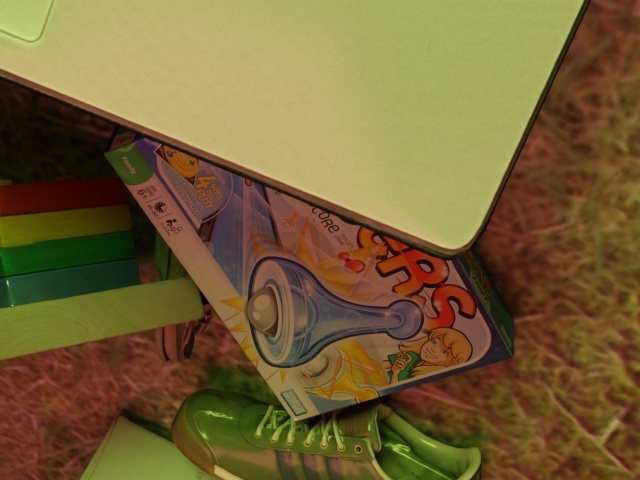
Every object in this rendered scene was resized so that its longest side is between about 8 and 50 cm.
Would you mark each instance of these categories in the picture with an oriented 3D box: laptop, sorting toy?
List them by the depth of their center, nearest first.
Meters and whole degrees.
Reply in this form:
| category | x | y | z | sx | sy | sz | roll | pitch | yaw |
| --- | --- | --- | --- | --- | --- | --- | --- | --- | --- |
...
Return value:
| category | x | y | z | sx | sy | sz | roll | pitch | yaw |
| --- | --- | --- | --- | --- | --- | --- | --- | --- | --- |
| laptop | -0.058 | -0.214 | 0.249 | 0.381 | 0.236 | 0.408 | 22 | 105 | -3 |
| sorting toy | -0.242 | 0.031 | 0.674 | 0.257 | 0.255 | 0.089 | -12 | 88 | 39 |

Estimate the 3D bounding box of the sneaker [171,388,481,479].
| category | x | y | z | sx | sy | sz | roll | pitch | yaw |
| --- | --- | --- | --- | --- | --- | --- | --- | --- | --- |
| sneaker | 0.010 | 0.121 | 0.790 | 0.192 | 0.064 | 0.086 | 24 | 129 | -2 |

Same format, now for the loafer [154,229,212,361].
| category | x | y | z | sx | sy | sz | roll | pitch | yaw |
| --- | --- | --- | --- | --- | --- | --- | --- | --- | --- |
| loafer | -0.073 | 0.025 | 0.743 | 0.039 | 0.045 | 0.125 | 8 | 132 | 3 |

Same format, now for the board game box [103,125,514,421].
| category | x | y | z | sx | sy | sz | roll | pitch | yaw |
| --- | --- | --- | --- | --- | --- | --- | --- | --- | --- |
| board game box | 0.000 | 0.000 | 0.675 | 0.136 | 0.035 | 0.201 | -20 | 123 | 21 |

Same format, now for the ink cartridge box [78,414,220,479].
| category | x | y | z | sx | sy | sz | roll | pitch | yaw |
| --- | --- | --- | --- | --- | --- | --- | --- | --- | --- |
| ink cartridge box | -0.062 | 0.286 | 0.923 | 0.306 | 0.131 | 0.226 | 29 | 136 | -4 |
